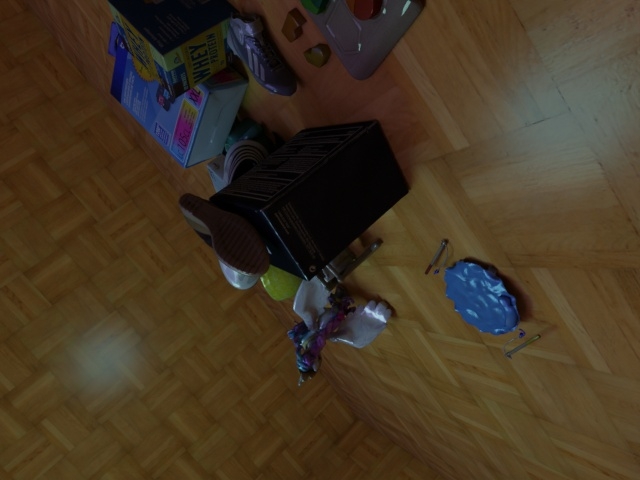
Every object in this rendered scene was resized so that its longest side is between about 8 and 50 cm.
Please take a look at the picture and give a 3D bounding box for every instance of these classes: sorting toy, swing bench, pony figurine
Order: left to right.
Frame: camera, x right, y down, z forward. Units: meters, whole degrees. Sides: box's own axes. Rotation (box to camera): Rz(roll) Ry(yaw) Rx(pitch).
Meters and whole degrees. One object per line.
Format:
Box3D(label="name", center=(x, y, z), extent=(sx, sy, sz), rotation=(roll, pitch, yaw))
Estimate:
Box3D(label="swing bench", center=(0.000, 0.000, 1.278), extent=(0.253, 0.165, 0.254), rotation=(47, 161, 5))
Box3D(label="pony figurine", center=(0.025, 0.274, 1.516), extent=(0.303, 0.351, 0.363), rotation=(30, -169, -3))
Box3D(label="sorting toy", center=(0.015, -0.369, 0.736), extent=(0.229, 0.041, 0.307), rotation=(51, 161, -4))

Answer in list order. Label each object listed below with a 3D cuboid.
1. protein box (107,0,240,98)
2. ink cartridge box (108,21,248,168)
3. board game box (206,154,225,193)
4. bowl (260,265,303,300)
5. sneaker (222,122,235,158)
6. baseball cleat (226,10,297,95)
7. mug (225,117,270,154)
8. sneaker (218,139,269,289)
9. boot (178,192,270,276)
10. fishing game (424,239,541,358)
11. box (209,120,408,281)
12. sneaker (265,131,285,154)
Box3D(label="protein box", center=(-0.321, -0.476, 1.027), extent=(0.200, 0.201, 0.136), rotation=(45, 161, 12))
Box3D(label="ink cartridge box", center=(-0.413, -0.433, 1.232), extent=(0.395, 0.151, 0.270), rotation=(45, 132, 12))
Box3D(label="board game box", center=(-0.280, -0.155, 1.703), extent=(0.303, 0.097, 0.224), rotation=(44, 161, 20))
Box3D(label="bowl", center=(-0.086, 0.050, 1.521), extent=(0.156, 0.289, 0.289), rotation=(-10, 131, 17))
Box3D(label="sneaker", center=(-0.286, -0.288, 1.442), extent=(0.081, 0.090, 0.232), rotation=(-6, 138, 12))
Box3D(label="baseball cleat", center=(-0.125, -0.396, 0.953), extent=(0.206, 0.072, 0.109), rotation=(43, 154, 8))
Box3D(label="mug", center=(-0.222, -0.286, 1.324), extent=(0.129, 0.097, 0.157), rotation=(40, 159, 26))
Box3D(label="sneaker", center=(-0.218, -0.027, 1.223), extent=(0.257, 0.169, 0.447), rotation=(-102, 17, -66))
Box3D(label="boot", center=(-0.172, 0.008, 0.940), extent=(0.248, 0.090, 0.207), rotation=(39, 171, 21))
Box3D(label="fishing game", center=(0.337, 0.116, 0.952), extent=(0.264, 0.041, 0.189), rotation=(47, 154, 23))
Box3D(label="box", center=(-0.030, -0.095, 0.966), extent=(0.296, 0.294, 0.182), rotation=(17, 144, 58))
Box3D(label="sneaker", center=(-0.097, -0.216, 1.264), extent=(0.089, 0.051, 0.170), rotation=(29, 148, 45))
